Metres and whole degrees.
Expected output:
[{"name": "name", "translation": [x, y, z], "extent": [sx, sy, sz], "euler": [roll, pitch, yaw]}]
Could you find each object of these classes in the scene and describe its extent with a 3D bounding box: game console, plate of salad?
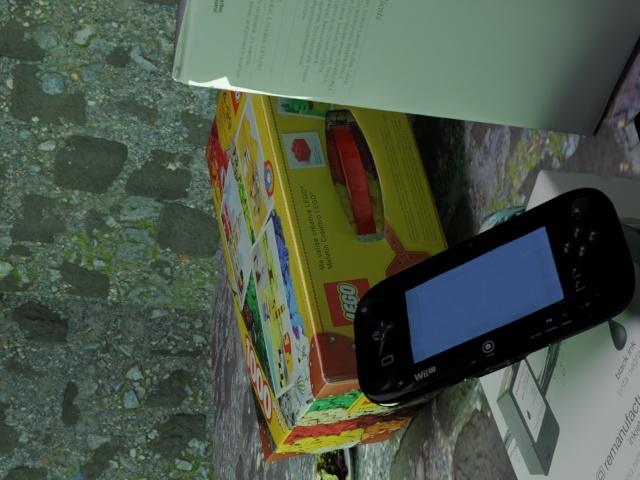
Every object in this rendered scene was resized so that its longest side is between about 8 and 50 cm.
[{"name": "game console", "translation": [0.173, 0.016, 0.611], "extent": [0.361, 0.044, 0.213], "euler": [-28, 33, 25]}, {"name": "plate of salad", "translation": [0.015, 0.402, 1.635], "extent": [0.200, 0.048, 0.199], "euler": [-174, 90, -77]}]

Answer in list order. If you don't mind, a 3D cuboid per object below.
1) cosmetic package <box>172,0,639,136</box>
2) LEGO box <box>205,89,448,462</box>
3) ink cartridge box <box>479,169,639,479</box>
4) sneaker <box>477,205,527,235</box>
[{"name": "cosmetic package", "translation": [0.071, -0.232, 0.893], "extent": [0.217, 0.385, 0.156], "euler": [-95, 17, -48]}, {"name": "LEGO box", "translation": [0.000, 0.000, 1.326], "extent": [0.372, 0.193, 0.500], "euler": [117, 143, -60]}, {"name": "ink cartridge box", "translation": [0.216, 0.102, 0.702], "extent": [0.272, 0.115, 0.198], "euler": [-104, 23, -57]}, {"name": "sneaker", "translation": [0.184, 0.009, 0.918], "extent": [0.283, 0.110, 0.122], "euler": [117, 159, -58]}]
